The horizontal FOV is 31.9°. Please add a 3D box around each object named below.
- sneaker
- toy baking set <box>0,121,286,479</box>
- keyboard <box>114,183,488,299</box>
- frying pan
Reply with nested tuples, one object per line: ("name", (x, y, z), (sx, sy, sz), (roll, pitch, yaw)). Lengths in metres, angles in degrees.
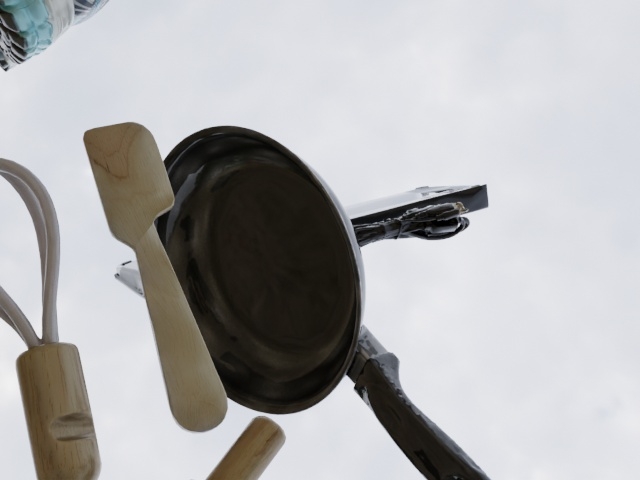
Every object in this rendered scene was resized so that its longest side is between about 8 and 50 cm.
("sneaker", (-0.183, -0.183, 0.749), (0.122, 0.110, 0.283), (-33, -155, -13))
("toy baking set", (-0.115, 0.067, 0.432), (0.197, 0.030, 0.256), (43, -116, 2))
("keyboard", (0.000, 0.000, 0.930), (0.201, 0.317, 0.033), (-175, -109, -68))
("frying pan", (0.006, 0.036, 0.708), (0.326, 0.053, 0.197), (18, -65, 36))
